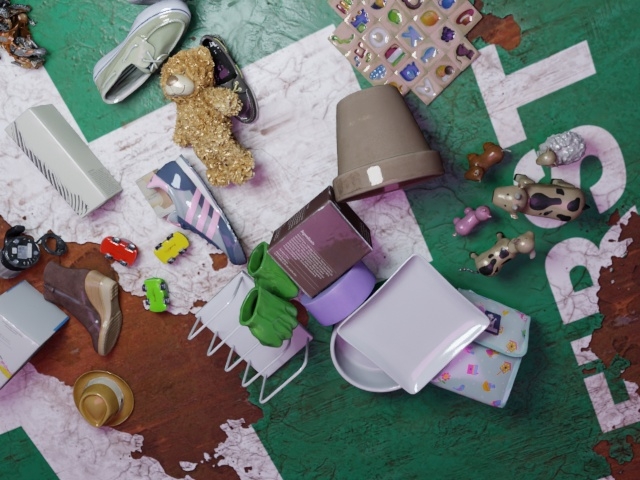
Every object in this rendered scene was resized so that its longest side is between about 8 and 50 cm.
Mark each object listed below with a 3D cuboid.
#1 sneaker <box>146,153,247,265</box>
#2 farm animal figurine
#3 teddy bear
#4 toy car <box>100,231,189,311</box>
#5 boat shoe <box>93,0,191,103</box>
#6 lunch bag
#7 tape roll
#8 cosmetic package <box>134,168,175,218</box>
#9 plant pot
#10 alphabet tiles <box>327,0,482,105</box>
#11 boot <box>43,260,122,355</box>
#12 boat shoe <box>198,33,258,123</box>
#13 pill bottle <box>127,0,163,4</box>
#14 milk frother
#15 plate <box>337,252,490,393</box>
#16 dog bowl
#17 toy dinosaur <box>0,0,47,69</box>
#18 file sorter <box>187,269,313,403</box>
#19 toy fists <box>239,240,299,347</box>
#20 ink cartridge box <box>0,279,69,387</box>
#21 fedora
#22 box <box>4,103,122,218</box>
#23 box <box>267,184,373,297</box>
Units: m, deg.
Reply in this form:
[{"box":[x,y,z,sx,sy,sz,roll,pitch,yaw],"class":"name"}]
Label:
[{"box":[-0.310,-0.052,1.415,0.131,0.112,0.319,-34,98,-8],"class":"sneaker"},{"box":[0.489,-0.078,1.357,0.327,0.172,0.330,-9,108,5],"class":"farm animal figurine"},{"box":[-0.273,-0.275,1.316,0.245,0.113,0.338,21,133,39],"class":"teddy bear"},{"box":[-0.454,0.083,1.506,0.239,0.053,0.224,-4,109,4],"class":"toy car"},{"box":[-0.404,-0.425,1.286,0.302,0.109,0.094,-33,67,26],"class":"boat shoe"},{"box":[0.417,0.278,1.490,0.223,0.160,0.262,21,95,0],"class":"lunch bag"},{"box":[0.045,0.124,1.431,0.189,0.189,0.080,-39,103,13],"class":"tape roll"},{"box":[-0.419,-0.121,1.442,0.060,0.041,0.115,-28,105,11],"class":"cosmetic package"},{"box":[0.132,-0.227,1.300,0.263,0.263,0.229,-16,90,7],"class":"plant pot"},{"box":[0.196,-0.499,1.312,0.342,0.011,0.285,43,104,-11],"class":"alphabet tiles"},{"box":[-0.663,0.187,1.547,0.207,0.090,0.248,14,110,10],"class":"boot"},{"box":[-0.223,-0.380,1.335,0.081,0.068,0.227,-25,106,10],"class":"boat shoe"},{"box":[-0.356,-0.687,1.176,0.188,0.188,0.333,-7,108,4],"class":"pill bottle"},{"box":[-0.774,0.037,1.485,0.143,0.129,0.135,28,148,-36],"class":"milk frother"},{"box":[0.227,0.205,1.375,0.278,0.045,0.277,41,100,-14],"class":"plate"},{"box":[0.160,0.270,1.518,0.265,0.104,0.264,1,108,3],"class":"dog bowl"},{"box":[-0.763,-0.541,1.267,0.322,0.164,0.218,31,125,-30],"class":"toy dinosaur"},{"box":[-0.187,0.261,1.494,0.193,0.173,0.278,-43,102,14],"class":"file sorter"},{"box":[-0.121,0.139,1.404,0.142,0.279,0.096,35,127,-29],"class":"toy fists"},{"box":[-0.851,0.265,1.518,0.233,0.171,0.168,-43,102,15],"class":"ink cartridge box"},{"box":[-0.645,0.477,1.630,0.194,0.079,0.194,1,109,2],"class":"fedora"},{"box":[-0.632,-0.198,1.389,0.094,0.113,0.275,-34,103,13],"class":"box"},{"box":[0.000,0.000,1.401,0.203,0.168,0.167,-39,103,14],"class":"box"}]
